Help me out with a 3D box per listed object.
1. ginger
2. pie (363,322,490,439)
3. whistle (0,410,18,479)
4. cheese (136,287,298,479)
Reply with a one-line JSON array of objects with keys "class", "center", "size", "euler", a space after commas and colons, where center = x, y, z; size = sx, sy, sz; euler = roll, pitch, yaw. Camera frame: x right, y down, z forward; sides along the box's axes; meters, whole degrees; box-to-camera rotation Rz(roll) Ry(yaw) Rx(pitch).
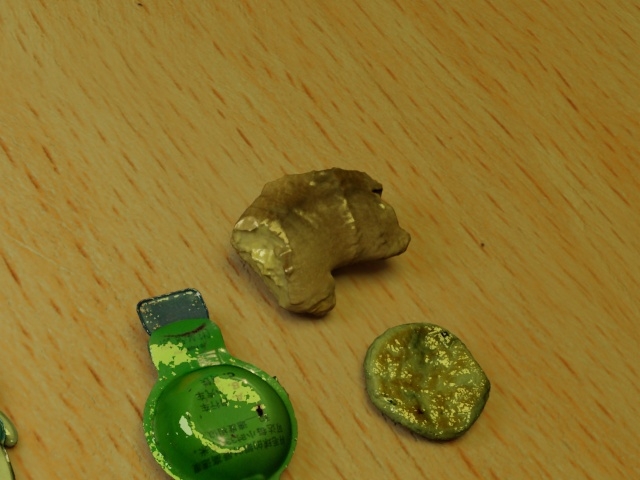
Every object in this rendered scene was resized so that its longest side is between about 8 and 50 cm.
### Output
[{"class": "ginger", "center": [0.000, 0.000, 1.894], "size": [0.275, 0.130, 0.221], "euler": [0, 62, -19]}, {"class": "pie", "center": [0.147, 0.196, 1.828], "size": [0.187, 0.041, 0.187], "euler": [9, 49, -11]}, {"class": "whistle", "center": [-0.430, 0.219, 1.603], "size": [0.114, 0.077, 0.236], "euler": [5, 50, -52]}, {"class": "cheese", "center": [-0.144, 0.201, 1.701], "size": [0.204, 0.083, 0.320], "euler": [-14, 59, -25]}]
